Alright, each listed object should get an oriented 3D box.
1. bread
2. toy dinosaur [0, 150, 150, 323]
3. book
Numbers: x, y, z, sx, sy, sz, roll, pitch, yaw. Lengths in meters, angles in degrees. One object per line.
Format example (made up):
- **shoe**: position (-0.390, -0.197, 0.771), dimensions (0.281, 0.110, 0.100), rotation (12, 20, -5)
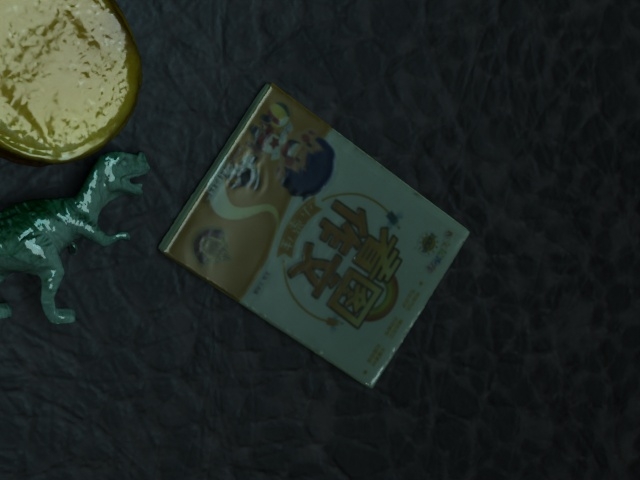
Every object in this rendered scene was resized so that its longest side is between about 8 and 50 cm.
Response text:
- **bread**: position (-0.277, -0.185, 1.285), dimensions (0.195, 0.142, 0.270), rotation (-44, 112, -8)
- **toy dinosaur**: position (-0.310, 0.045, 1.357), dimensions (0.383, 0.076, 0.129), rotation (-31, 104, -19)
- **book**: position (0.000, 0.000, 1.515), dimensions (0.295, 0.020, 0.208), rotation (35, 84, -26)
